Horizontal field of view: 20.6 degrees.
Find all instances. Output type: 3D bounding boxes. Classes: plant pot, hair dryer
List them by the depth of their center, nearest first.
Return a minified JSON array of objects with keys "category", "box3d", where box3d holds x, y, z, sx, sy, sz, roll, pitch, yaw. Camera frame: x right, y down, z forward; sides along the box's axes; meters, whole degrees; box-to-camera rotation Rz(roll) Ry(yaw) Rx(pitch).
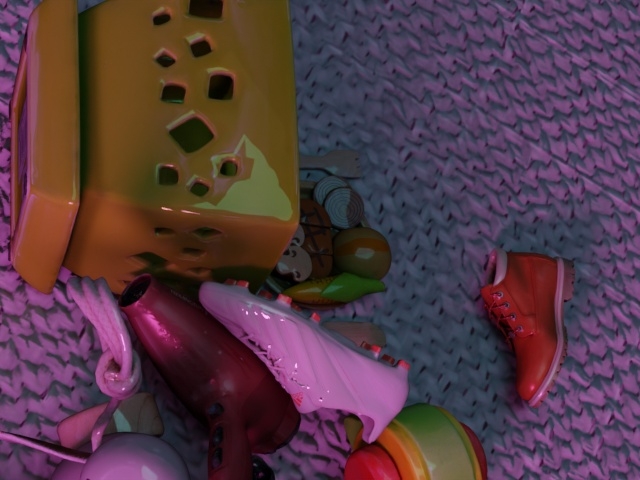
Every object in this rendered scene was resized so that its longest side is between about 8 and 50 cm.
[{"category":"hair dryer","box3d":[-0.061,0.147,1.390,0.080,0.223,0.293,-37,78,7]},{"category":"plant pot","box3d":[-0.145,-0.077,1.439,0.207,0.228,0.227,2,68,-14]}]

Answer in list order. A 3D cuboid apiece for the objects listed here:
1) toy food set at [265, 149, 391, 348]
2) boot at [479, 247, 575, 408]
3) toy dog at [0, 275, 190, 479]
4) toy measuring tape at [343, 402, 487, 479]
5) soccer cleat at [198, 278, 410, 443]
[{"category":"toy food set","box3d":[0.000,0.000,1.569,0.132,0.038,0.192,1,68,-23]},{"category":"boot","box3d":[0.181,0.077,1.607,0.084,0.059,0.158,17,54,-12]},{"category":"toy dog","box3d":[-0.173,0.192,1.279,0.161,0.334,0.220,-24,62,-7]},{"category":"toy measuring tape","box3d":[0.103,0.252,1.462,0.121,0.121,0.330,-14,74,-27]},{"category":"soccer cleat","box3d":[-0.017,0.095,1.409,0.196,0.068,0.076,29,83,-17]}]
